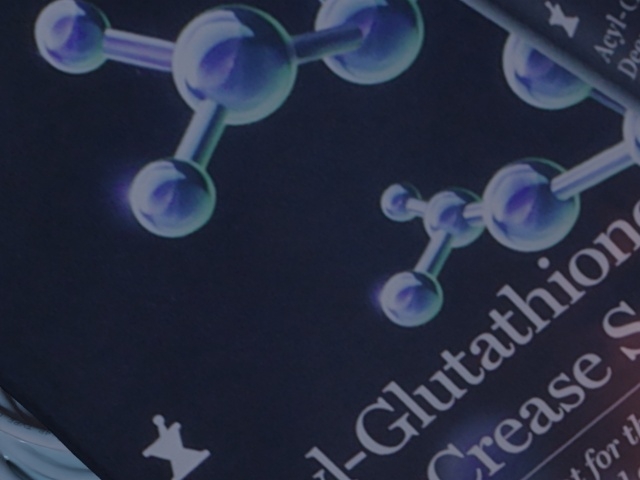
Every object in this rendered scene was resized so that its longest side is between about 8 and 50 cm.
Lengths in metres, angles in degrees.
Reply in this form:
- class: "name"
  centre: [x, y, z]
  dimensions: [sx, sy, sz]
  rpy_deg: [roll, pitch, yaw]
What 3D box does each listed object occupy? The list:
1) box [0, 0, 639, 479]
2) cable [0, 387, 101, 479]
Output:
- class: "box"
  centre: [0.017, -0.066, 0.701]
  dimensions: [0.293, 0.395, 0.212]
  rpy_deg: [-42, -165, 14]
- class: "cable"
  centre: [-0.090, 0.036, 0.943]
  dimensions: [0.257, 0.257, 0.089]
  rpy_deg: [-46, 164, 17]
